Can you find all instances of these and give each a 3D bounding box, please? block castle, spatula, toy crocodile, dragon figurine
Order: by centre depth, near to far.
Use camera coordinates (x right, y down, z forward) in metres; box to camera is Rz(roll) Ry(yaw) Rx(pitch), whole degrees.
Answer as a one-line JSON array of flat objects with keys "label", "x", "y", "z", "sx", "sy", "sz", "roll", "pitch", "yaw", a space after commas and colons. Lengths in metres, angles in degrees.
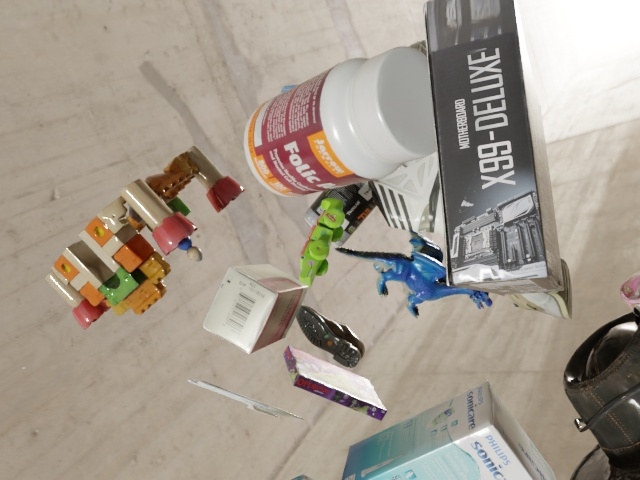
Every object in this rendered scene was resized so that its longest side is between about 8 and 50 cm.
[{"label": "dragon figurine", "x": 0.169, "y": 0.043, "z": 0.946, "sx": 0.289, "sy": 0.144, "sz": 0.085, "roll": 36, "pitch": -152, "yaw": -15}, {"label": "spatula", "x": -0.172, "y": 0.352, "z": 1.181, "sx": 0.242, "sy": 0.168, "sz": 0.019, "roll": 26, "pitch": -111, "yaw": -19}, {"label": "block castle", "x": -0.400, "y": 0.013, "z": 1.260, "sx": 0.213, "sy": 0.453, "sz": 0.303, "roll": 49, "pitch": -147, "yaw": -8}, {"label": "toy crocodile", "x": 0.000, "y": 0.000, "z": 1.715, "sx": 0.115, "sy": 0.105, "sz": 0.341, "roll": 89, "pitch": -158, "yaw": -58}]

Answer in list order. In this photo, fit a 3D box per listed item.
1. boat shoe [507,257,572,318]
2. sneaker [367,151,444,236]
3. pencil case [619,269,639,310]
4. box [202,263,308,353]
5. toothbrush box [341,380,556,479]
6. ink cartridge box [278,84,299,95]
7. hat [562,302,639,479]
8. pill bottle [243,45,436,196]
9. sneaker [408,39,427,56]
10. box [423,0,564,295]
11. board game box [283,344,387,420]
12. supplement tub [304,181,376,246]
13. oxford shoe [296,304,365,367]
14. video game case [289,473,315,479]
[{"label": "boat shoe", "x": 0.429, "y": 0.085, "z": 1.071, "sx": 0.302, "sy": 0.103, "sz": 0.113, "roll": 34, "pitch": -125, "yaw": -48}, {"label": "sneaker", "x": 0.273, "y": -0.235, "z": 1.572, "sx": 0.169, "sy": 0.257, "sz": 0.448, "roll": 66, "pitch": -147, "yaw": -64}, {"label": "pencil case", "x": 0.805, "y": 0.213, "z": 1.133, "sx": 0.160, "sy": 0.167, "sz": 0.386, "roll": -38, "pitch": -90, "yaw": -14}, {"label": "box", "x": -0.138, "y": 0.146, "z": 1.216, "sx": 0.149, "sy": 0.126, "sz": 0.232, "roll": -65, "pitch": -14, "yaw": 6}, {"label": "toothbrush box", "x": 0.214, "y": 0.407, "z": 0.903, "sx": 0.216, "sy": 0.295, "sz": 0.126, "roll": 52, "pitch": -158, "yaw": -7}, {"label": "ink cartridge box", "x": -0.095, "y": -0.343, "z": 1.513, "sx": 0.180, "sy": 0.060, "sz": 0.104, "roll": -65, "pitch": -33, "yaw": -35}, {"label": "hat", "x": 0.375, "y": 0.154, "z": 0.621, "sx": 0.331, "sy": 0.331, "sz": 0.134, "roll": -8, "pitch": -128, "yaw": -52}, {"label": "pill bottle", "x": 0.039, "y": -0.217, "z": 1.049, "sx": 0.224, "sy": 0.392, "sz": 0.224, "roll": 4, "pitch": -97, "yaw": -37}, {"label": "sneaker", "x": 0.259, "y": -0.430, "z": 1.234, "sx": 0.121, "sy": 0.262, "sz": 0.099, "roll": 26, "pitch": -138, "yaw": -15}, {"label": "box", "x": 0.190, "y": -0.070, "z": 0.550, "sx": 0.307, "sy": 0.076, "sz": 0.243, "roll": 13, "pitch": -109, "yaw": -63}, {"label": "board game box", "x": 0.046, "y": 0.479, "z": 1.818, "sx": 0.346, "sy": 0.208, "sz": 0.056, "roll": 27, "pitch": -86, "yaw": -19}, {"label": "supplement tub", "x": 0.102, "y": -0.148, "z": 2.027, "sx": 0.316, "sy": 0.193, "sz": 0.193, "roll": -50, "pitch": -49, "yaw": 7}, {"label": "oxford shoe", "x": 0.027, "y": 0.256, "z": 1.501, "sx": 0.227, "sy": 0.083, "sz": 0.096, "roll": 40, "pitch": -148, "yaw": 11}, {"label": "video game case", "x": -0.015, "y": 0.678, "z": 1.434, "sx": 0.119, "sy": 0.166, "sz": 0.015, "roll": 10, "pitch": -88, "yaw": -57}]
